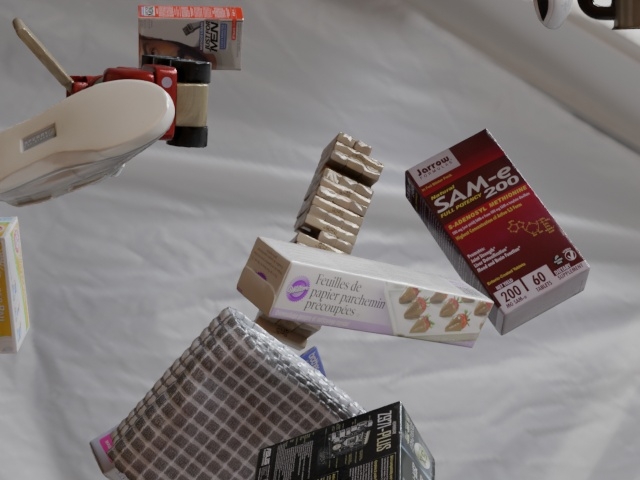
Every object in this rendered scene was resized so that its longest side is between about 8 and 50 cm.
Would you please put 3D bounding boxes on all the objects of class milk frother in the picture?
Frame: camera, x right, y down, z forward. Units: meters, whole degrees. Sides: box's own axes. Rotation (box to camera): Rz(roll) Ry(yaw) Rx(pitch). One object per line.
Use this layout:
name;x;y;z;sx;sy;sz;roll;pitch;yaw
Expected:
milk frother;0.393;-0.329;1.520;0.143;0.129;0.134;-15;108;-55

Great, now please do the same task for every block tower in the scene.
block tower;0.000;0.000;1.927;0.335;0.091;0.097;-69;-170;-21

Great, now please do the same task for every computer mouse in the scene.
computer mouse;0.343;-0.411;1.814;0.106;0.193;0.042;-22;-167;-38

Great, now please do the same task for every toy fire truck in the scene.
toy fire truck;-0.292;-0.218;1.686;0.217;0.246;0.158;-155;-114;-63

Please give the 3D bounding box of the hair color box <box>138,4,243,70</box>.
hair color box;-0.210;-0.327;1.980;0.053;0.167;0.093;-101;-167;-56

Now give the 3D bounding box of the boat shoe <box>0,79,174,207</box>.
boat shoe;-0.190;-0.070;0.977;0.184;0.066;0.063;-24;148;15

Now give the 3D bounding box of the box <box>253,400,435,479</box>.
box;0.018;0.240;1.045;0.147;0.077;0.180;-22;-154;15

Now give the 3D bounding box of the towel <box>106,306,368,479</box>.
towel;-0.078;0.252;1.478;0.235;0.284;0.121;-49;-165;3

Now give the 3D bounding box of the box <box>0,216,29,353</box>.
box;-0.540;0.071;1.966;0.103;0.114;0.203;-95;-177;-69

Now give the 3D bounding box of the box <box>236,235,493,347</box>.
box;0.057;0.060;1.317;0.324;0.067;0.063;12;106;-44

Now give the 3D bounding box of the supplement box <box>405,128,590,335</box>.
supplement box;0.222;-0.014;1.570;0.130;0.239;0.073;-28;154;-10

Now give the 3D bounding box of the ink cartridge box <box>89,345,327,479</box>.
ink cartridge box;-0.136;0.240;1.630;0.311;0.065;0.186;-29;149;-8
